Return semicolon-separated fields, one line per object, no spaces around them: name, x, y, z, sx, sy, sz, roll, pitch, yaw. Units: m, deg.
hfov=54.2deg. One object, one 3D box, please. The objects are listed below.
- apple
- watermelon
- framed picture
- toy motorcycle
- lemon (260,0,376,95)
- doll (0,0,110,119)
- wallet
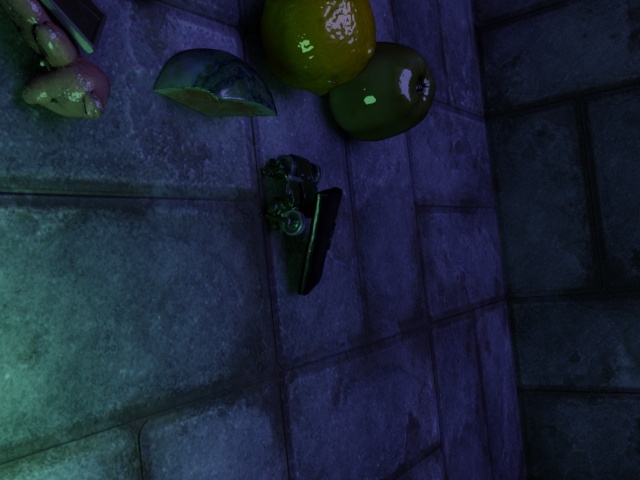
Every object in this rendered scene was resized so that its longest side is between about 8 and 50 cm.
apple;0.206;-0.515;2.152;0.357;0.357;0.358;15;72;-53
watermelon;-0.272;-0.398;1.596;0.176;0.256;0.260;-53;155;14
framed picture;-0.549;-0.537;1.213;0.335;0.022;0.247;51;12;-34
toy motorcycle;-0.076;-0.138;1.854;0.205;0.127;0.275;10;68;-55
lemon;-0.008;-0.625;1.843;0.349;0.349;0.388;-32;119;-53
doll;-0.545;-0.357;1.212;0.156;0.201;0.303;-40;117;-9
wallet;0.000;0.000;1.865;0.172;0.045;0.318;-30;135;-67
